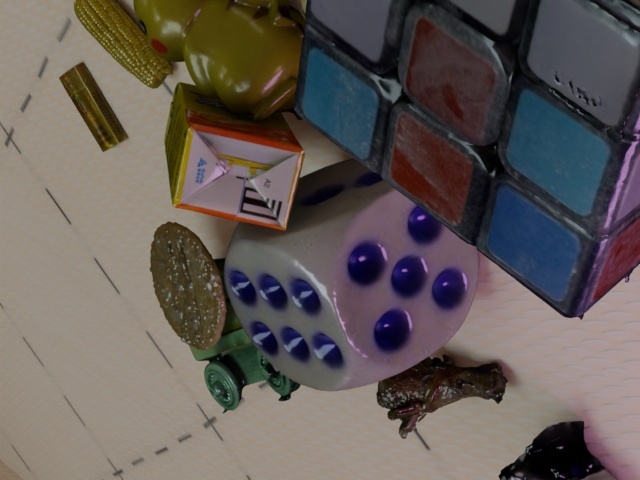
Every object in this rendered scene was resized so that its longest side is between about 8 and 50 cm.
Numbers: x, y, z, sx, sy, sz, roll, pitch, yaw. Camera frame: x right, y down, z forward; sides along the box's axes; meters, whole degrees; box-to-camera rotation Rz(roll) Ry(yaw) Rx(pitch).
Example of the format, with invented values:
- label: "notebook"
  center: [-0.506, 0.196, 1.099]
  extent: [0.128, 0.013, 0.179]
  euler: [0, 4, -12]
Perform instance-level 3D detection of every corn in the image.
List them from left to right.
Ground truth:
- label: "corn"
  center: [-0.313, -0.320, 2.116]
  extent: [0.206, 0.067, 0.067]
  euler: [46, 149, 11]

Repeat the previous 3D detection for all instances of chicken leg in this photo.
- label: "chicken leg"
  center: [0.173, 0.207, 1.906]
  extent: [0.196, 0.125, 0.080]
  euler: [-19, 123, 19]

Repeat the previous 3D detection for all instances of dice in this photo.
- label: "dice"
  center: [0.041, 0.040, 1.778]
  extent: [0.259, 0.251, 0.243]
  euler: [7, 125, 53]

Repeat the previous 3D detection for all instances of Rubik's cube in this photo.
- label: "Rubik's cube"
  center: [0.223, -0.215, 1.160]
  extent: [0.359, 0.362, 0.363]
  euler: [39, 148, 22]

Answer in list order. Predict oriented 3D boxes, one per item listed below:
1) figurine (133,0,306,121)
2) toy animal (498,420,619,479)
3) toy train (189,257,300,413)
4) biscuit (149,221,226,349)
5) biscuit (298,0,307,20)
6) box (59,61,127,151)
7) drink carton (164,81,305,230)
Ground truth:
- label: "figurine"
  center: [-0.137, -0.288, 1.766]
  extent: [0.327, 0.218, 0.169]
  euler: [34, 106, 17]
- label: "toy animal"
  center: [0.332, 0.342, 1.775]
  extent: [0.179, 0.138, 0.166]
  euler: [52, 167, 15]
- label: "toy train"
  center: [-0.102, 0.132, 2.185]
  extent: [0.397, 0.160, 0.253]
  euler: [-24, 90, 59]
- label: "biscuit"
  center: [-0.215, 0.073, 2.169]
  extent: [0.220, 0.033, 0.220]
  euler: [28, 126, 47]
- label: "biscuit"
  center: [0.017, -0.321, 1.619]
  extent: [0.152, 0.020, 0.152]
  euler: [3, 93, 49]
- label: "box"
  center: [-0.402, -0.234, 2.373]
  extent: [0.089, 0.022, 0.156]
  euler: [-13, 109, 58]
- label: "drink carton"
  center: [-0.123, -0.121, 1.777]
  extent: [0.351, 0.155, 0.111]
  euler: [-115, 39, -72]
